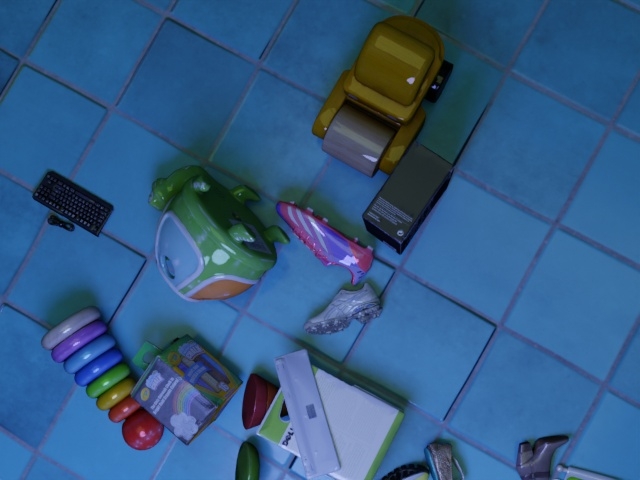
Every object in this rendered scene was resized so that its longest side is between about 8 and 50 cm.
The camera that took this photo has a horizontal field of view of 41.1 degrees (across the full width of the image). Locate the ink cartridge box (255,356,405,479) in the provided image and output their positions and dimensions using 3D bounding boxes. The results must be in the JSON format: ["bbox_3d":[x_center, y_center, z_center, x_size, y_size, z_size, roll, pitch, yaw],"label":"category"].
[{"bbox_3d":[0.023,0.385,1.793,0.255,0.097,0.189,27,79,8],"label":"ink cartridge box"}]

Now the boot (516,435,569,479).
[{"bbox_3d":[0.467,0.460,1.789,0.118,0.042,0.087,-11,90,5],"label":"boot"}]

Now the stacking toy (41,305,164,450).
[{"bbox_3d":[-0.457,0.311,1.850,0.141,0.141,0.330,-35,89,1],"label":"stacking toy"}]

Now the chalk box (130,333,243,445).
[{"bbox_3d":[-0.299,0.298,1.808,0.213,0.132,0.132,40,114,7],"label":"chalk box"}]

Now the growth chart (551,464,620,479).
[{"bbox_3d":[0.552,0.594,1.775,0.171,0.021,0.237,5,84,7],"label":"growth chart"}]

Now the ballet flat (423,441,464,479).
[{"bbox_3d":[0.274,0.521,1.785,0.067,0.073,0.206,-12,87,-10],"label":"ballet flat"}]

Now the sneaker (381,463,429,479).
[{"bbox_3d":[0.151,0.550,1.793,0.208,0.081,0.094,-37,90,8],"label":"sneaker"}]

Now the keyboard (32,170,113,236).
[{"bbox_3d":[-0.569,-0.072,1.940,0.180,0.023,0.108,29,88,8],"label":"keyboard"}]

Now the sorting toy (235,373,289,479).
[{"bbox_3d":[-0.109,0.471,1.817,0.126,0.127,0.366,8,83,-17],"label":"sorting toy"}]

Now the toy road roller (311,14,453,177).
[{"bbox_3d":[0.131,-0.314,1.788,0.202,0.240,0.330,29,88,8],"label":"toy road roller"}]

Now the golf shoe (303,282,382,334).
[{"bbox_3d":[0.042,0.148,1.852,0.176,0.069,0.086,-18,63,0],"label":"golf shoe"}]

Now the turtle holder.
[{"bbox_3d":[-0.251,-0.016,1.799,0.320,0.243,0.227,44,107,-1],"label":"turtle holder"}]

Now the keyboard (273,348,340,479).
[{"bbox_3d":[-0.028,0.353,1.748,0.072,0.014,0.256,-15,74,-7],"label":"keyboard"}]

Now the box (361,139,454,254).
[{"bbox_3d":[0.178,-0.081,1.751,0.103,0.261,0.184,37,88,7],"label":"box"}]

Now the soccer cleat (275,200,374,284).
[{"bbox_3d":[0.000,0.000,1.853,0.248,0.083,0.095,31,88,4],"label":"soccer cleat"}]

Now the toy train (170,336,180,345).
[{"bbox_3d":[-0.262,0.267,1.878,0.158,0.027,0.036,39,79,7],"label":"toy train"}]
